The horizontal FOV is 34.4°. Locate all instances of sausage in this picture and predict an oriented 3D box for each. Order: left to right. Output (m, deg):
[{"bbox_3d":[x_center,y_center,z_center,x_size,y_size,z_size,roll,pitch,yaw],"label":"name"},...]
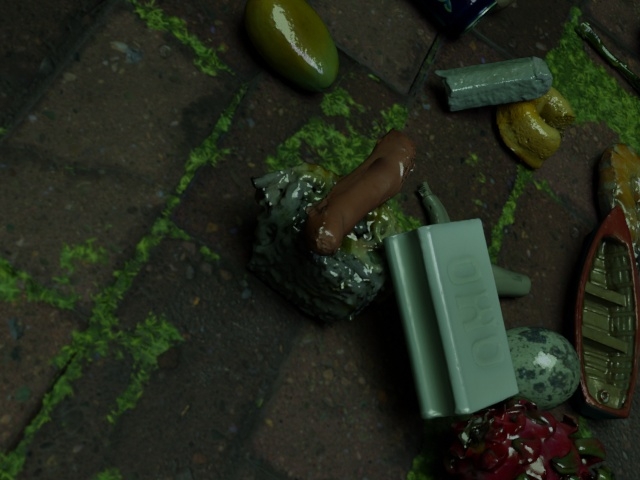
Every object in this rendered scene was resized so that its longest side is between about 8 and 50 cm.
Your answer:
[{"bbox_3d":[0.056,-0.067,1.447,0.078,0.078,0.304,46,44,-1],"label":"sausage"}]

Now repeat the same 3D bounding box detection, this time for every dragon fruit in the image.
[{"bbox_3d":[0.307,0.320,1.495,0.272,0.218,0.198,-16,106,-39],"label":"dragon fruit"}]

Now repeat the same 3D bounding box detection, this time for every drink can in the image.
[{"bbox_3d":[0.226,-0.479,1.913,0.205,0.118,0.118,47,52,1],"label":"drink can"}]

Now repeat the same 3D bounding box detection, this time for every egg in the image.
[{"bbox_3d":[0.317,0.197,1.597,0.172,0.132,0.132,5,62,-9],"label":"egg"}]

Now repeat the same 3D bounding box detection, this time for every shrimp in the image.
[{"bbox_3d":[0.585,-0.043,1.928,0.164,0.062,0.317,21,56,-26],"label":"shrimp"}]

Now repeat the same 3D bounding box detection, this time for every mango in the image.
[{"bbox_3d":[-0.044,-0.327,1.691,0.130,0.092,0.195,-33,89,-39],"label":"mango"}]

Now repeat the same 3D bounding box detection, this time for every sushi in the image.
[{"bbox_3d":[0.000,0.000,1.512,0.274,0.139,0.184,35,50,-6],"label":"sushi"}]

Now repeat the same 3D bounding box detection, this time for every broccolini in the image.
[{"bbox_3d":[0.631,-0.361,2.127,0.254,0.057,0.071,46,9,-5],"label":"broccolini"}]

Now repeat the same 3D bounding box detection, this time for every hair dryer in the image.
[{"bbox_3d":[0.251,0.025,1.701,0.219,0.088,0.225,27,39,-23],"label":"hair dryer"}]

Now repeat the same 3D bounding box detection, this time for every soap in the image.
[{"bbox_3d":[0.190,0.110,1.491,0.159,0.087,0.265,-7,84,-51],"label":"soap"}]

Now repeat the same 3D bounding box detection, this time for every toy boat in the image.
[{"bbox_3d":[0.482,0.118,1.767,0.136,0.079,0.392,21,57,-16],"label":"toy boat"}]

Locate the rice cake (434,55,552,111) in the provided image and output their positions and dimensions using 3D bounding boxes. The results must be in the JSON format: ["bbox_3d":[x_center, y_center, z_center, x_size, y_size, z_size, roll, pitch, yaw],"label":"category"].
[{"bbox_3d":[0.309,-0.278,1.840,0.206,0.063,0.069,-11,46,-4],"label":"rice cake"}]

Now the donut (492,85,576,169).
[{"bbox_3d":[0.395,-0.229,1.906,0.146,0.078,0.181,46,49,-3],"label":"donut"}]

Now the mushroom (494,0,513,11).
[{"bbox_3d":[0.355,-0.546,2.046,0.081,0.092,0.223,-2,52,18],"label":"mushroom"}]
